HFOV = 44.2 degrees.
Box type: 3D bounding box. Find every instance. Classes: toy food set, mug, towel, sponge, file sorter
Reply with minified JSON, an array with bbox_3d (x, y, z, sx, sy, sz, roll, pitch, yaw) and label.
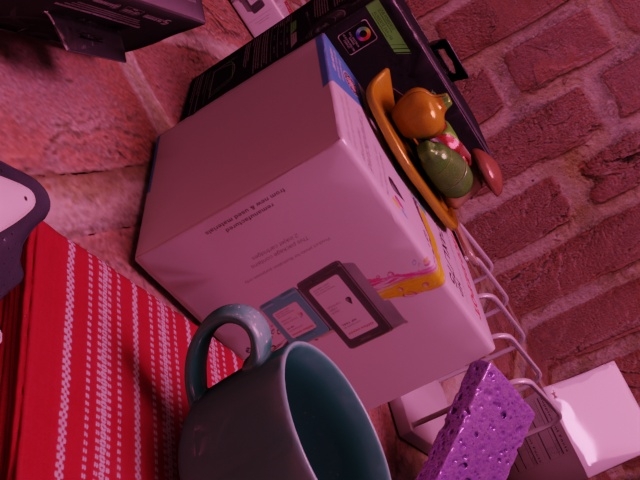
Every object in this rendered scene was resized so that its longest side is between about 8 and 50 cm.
[{"bbox_3d":[0.121,-0.083,0.749,0.218,0.071,0.128,45,22,-47],"label":"toy food set"},{"bbox_3d":[-0.031,0.131,0.499,0.129,0.097,0.158,35,29,-56],"label":"mug"},{"bbox_3d":[-0.105,0.122,0.521,0.275,0.031,0.199,45,23,-43],"label":"towel"},{"bbox_3d":[0.163,0.250,0.871,0.117,0.031,0.210,47,64,-34],"label":"sponge"},{"bbox_3d":[0.186,0.139,1.091,0.193,0.173,0.278,43,24,-47],"label":"file sorter"}]

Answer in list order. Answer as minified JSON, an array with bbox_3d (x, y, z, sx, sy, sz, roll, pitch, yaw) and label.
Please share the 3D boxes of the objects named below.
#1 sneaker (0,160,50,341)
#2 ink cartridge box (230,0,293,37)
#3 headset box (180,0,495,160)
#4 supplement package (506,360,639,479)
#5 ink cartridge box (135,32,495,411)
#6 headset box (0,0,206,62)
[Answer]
[{"bbox_3d":[-0.209,-0.042,0.377,0.235,0.094,0.153,66,16,16],"label":"sneaker"},{"bbox_3d":[-0.111,-0.412,1.305,0.150,0.063,0.109,55,18,-16],"label":"ink cartridge box"},{"bbox_3d":[0.031,-0.138,0.898,0.246,0.283,0.131,52,19,-30],"label":"headset box"},{"bbox_3d":[0.359,0.296,1.188,0.244,0.139,0.134,118,-47,-60],"label":"supplement package"},{"bbox_3d":[0.000,0.000,0.731,0.270,0.197,0.198,50,20,-33],"label":"ink cartridge box"},{"bbox_3d":[-0.208,-0.284,0.615,0.218,0.110,0.293,-10,89,-67],"label":"headset box"}]
